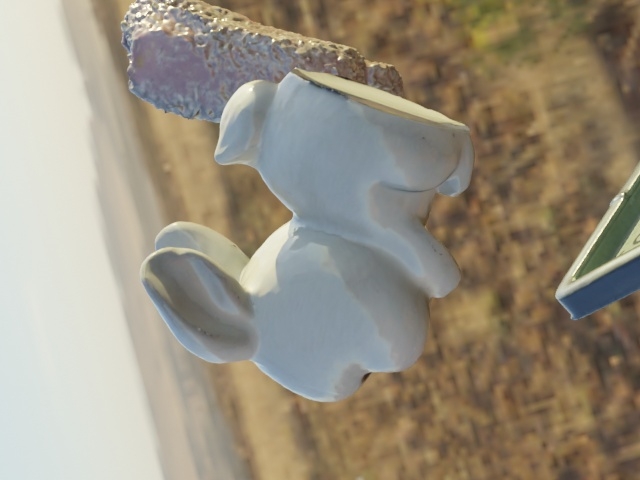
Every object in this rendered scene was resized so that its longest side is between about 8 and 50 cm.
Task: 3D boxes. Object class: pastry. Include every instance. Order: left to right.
[{"bbox_3d":[-0.050,-0.141,1.605,0.112,0.265,0.103,-101,25,-71],"label":"pastry"}]

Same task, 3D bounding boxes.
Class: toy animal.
[{"bbox_3d":[-0.004,-0.008,1.099,0.193,0.178,0.127,-63,13,9],"label":"toy animal"}]

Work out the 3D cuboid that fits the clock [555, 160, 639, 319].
[{"bbox_3d":[0.324,-0.064,1.418,0.049,0.273,0.279,45,143,-8],"label":"clock"}]
